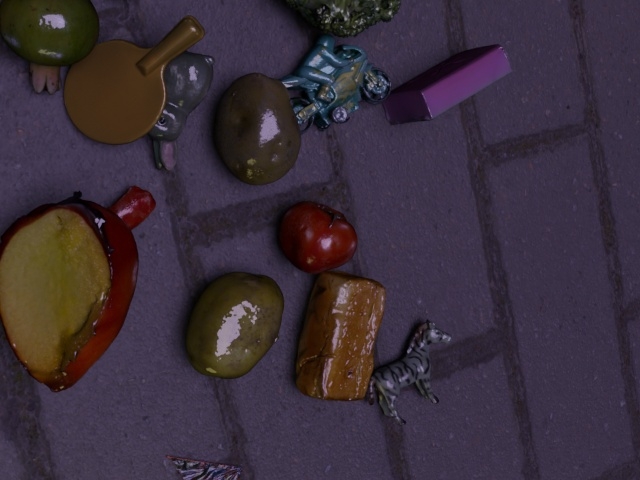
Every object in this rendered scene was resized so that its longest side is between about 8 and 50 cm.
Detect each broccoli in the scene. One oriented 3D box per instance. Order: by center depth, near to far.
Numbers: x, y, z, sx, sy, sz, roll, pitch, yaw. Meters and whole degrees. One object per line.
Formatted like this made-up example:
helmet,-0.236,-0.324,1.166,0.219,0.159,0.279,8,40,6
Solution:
broccoli,0.037,-0.579,1.805,0.288,0.235,0.259,-12,134,-34

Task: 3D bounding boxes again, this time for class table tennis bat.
table tennis bat,-0.358,-0.322,1.638,0.321,0.050,0.198,-37,91,9

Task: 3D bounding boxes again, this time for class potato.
potato,-0.132,-0.233,1.767,0.178,0.160,0.235,0,108,-17
potato,-0.182,0.178,1.786,0.197,0.148,0.228,11,87,-14

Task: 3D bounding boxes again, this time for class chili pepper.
chili pepper,-0.395,-0.058,1.707,0.123,0.070,0.073,-43,94,-15

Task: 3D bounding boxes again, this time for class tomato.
tomato,0.000,0.000,1.854,0.187,0.187,0.151,21,96,-27

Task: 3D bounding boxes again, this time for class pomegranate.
pomegranate,-0.502,-0.380,1.565,0.179,0.179,0.210,-9,99,-26

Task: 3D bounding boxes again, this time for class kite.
kite,-0.255,0.547,1.855,0.189,0.009,0.232,-30,106,-21

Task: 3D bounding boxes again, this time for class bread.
bread,0.041,0.217,1.912,0.167,0.132,0.294,10,88,-28

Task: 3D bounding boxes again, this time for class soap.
soap,0.290,-0.364,1.969,0.259,0.181,0.081,-31,107,-20

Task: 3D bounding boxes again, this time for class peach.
peach,-0.457,0.097,1.588,0.258,0.201,0.361,-2,87,15

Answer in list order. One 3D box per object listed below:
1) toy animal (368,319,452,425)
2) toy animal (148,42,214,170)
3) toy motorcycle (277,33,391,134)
toy animal,0.228,0.331,2.047,0.255,0.090,0.170,-45,107,-20
toy animal,-0.304,-0.267,1.707,0.126,0.127,0.251,14,91,-30
toy motorcycle,0.019,-0.353,1.873,0.297,0.109,0.198,-31,104,-23
